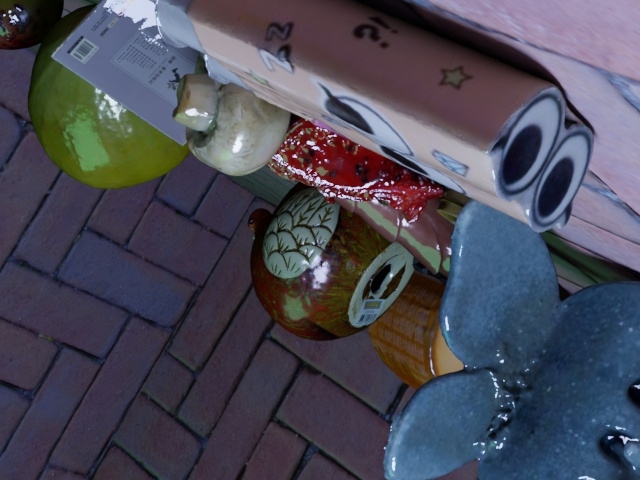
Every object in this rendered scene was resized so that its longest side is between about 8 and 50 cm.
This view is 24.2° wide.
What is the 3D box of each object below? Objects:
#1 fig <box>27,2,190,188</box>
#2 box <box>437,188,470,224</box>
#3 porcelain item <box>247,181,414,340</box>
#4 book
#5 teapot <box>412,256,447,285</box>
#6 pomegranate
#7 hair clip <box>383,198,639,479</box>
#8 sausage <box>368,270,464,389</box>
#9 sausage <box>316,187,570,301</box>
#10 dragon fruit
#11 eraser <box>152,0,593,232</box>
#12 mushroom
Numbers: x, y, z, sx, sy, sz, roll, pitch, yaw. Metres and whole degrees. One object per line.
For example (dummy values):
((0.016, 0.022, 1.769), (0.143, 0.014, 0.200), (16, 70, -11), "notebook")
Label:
((-0.241, -0.180, 1.717), (0.207, 0.207, 0.230), (28, 147, 47), "fig")
((0.181, -0.023, 1.647), (0.105, 0.037, 0.105), (30, 177, 2), "box")
((0.000, 0.000, 1.962), (0.253, 0.253, 0.253), (30, 178, 1), "porcelain item")
((-0.177, -0.188, 1.587), (0.182, 0.127, 0.014), (34, -152, -28), "book")
((0.186, 0.008, 1.855), (0.096, 0.087, 0.177), (4, -172, -22), "teapot")
((-0.374, -0.294, 1.774), (0.129, 0.129, 0.159), (30, 169, 15), "pomegranate")
((0.270, 0.177, 1.547), (0.238, 0.318, 0.392), (25, 173, 40), "hair clip")
((0.215, 0.127, 2.185), (0.233, 0.233, 0.287), (31, 176, -18), "sausage")
((0.130, -0.013, 1.734), (0.433, 0.088, 0.088), (36, 177, -3), "sausage")
((0.050, -0.102, 1.547), (0.192, 0.122, 0.092), (27, -142, -13), "dragon fruit")
((0.034, -0.108, 1.025), (0.290, 0.087, 0.171), (28, 176, 29), "eraser")
((-0.087, -0.133, 1.474), (0.112, 0.148, 0.148), (12, -177, -16), "mushroom")
